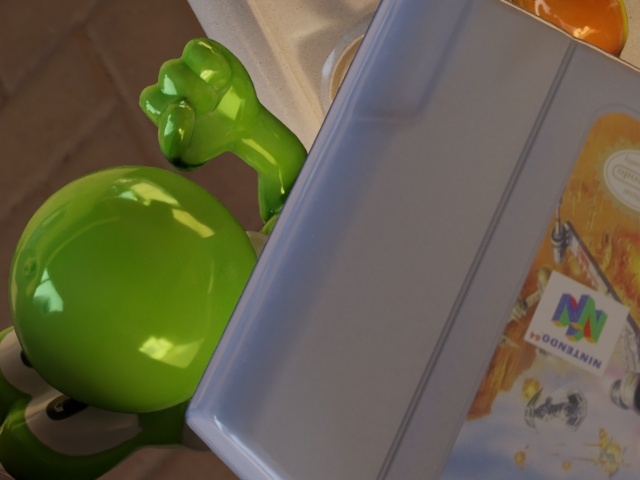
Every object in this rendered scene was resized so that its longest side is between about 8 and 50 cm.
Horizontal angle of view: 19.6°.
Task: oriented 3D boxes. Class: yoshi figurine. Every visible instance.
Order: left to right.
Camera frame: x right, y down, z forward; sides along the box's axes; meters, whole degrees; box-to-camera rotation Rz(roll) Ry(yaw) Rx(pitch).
[{"bbox_3d":[0.005,-0.002,0.859,0.362,0.203,0.203,-27,29,-11],"label":"yoshi figurine"}]

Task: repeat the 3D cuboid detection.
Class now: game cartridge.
[{"bbox_3d":[0.118,0.059,0.617,0.297,0.062,0.198,26,71,-6],"label":"game cartridge"}]

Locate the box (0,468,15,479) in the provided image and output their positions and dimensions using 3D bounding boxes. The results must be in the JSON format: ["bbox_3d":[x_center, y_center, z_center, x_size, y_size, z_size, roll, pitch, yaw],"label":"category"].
[{"bbox_3d":[-0.144,0.144,0.815,0.293,0.295,0.073,15,77,51],"label":"box"}]

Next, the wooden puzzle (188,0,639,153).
[{"bbox_3d":[0.091,-0.173,1.022,0.348,0.322,0.080,-14,41,19],"label":"wooden puzzle"}]
